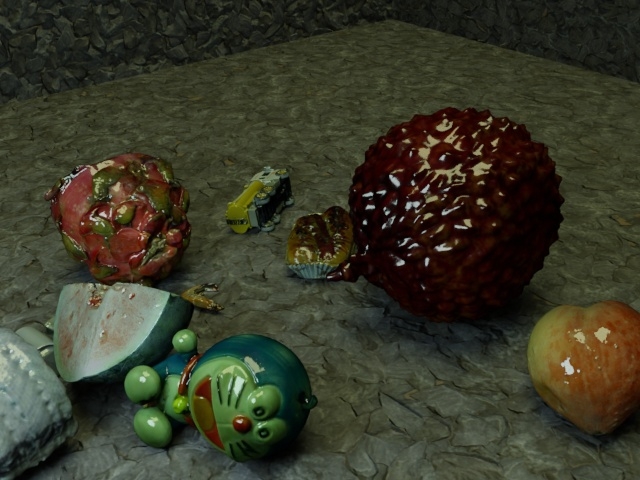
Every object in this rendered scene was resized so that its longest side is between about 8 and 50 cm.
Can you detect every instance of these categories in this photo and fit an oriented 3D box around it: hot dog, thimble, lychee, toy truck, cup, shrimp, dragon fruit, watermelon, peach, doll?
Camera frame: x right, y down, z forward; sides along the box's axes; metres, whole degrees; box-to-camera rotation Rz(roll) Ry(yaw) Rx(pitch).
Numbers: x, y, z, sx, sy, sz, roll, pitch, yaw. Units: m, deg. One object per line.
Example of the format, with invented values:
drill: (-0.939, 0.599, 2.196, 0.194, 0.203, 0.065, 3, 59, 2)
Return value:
hot dog: (0.000, 0.000, 1.801, 0.162, 0.082, 0.270, 0, 30, 6)
thimble: (-0.525, 0.264, 1.239, 0.245, 0.217, 0.157, 31, 45, 21)
lychee: (0.235, -0.037, 1.514, 0.500, 0.425, 0.424, -34, 35, -5)
toy truck: (-0.154, -0.105, 1.982, 0.114, 0.098, 0.227, 3, 30, 21)
cup: (-0.526, 0.213, 1.479, 0.104, 0.074, 0.116, 4, 13, -43)
shrimp: (-0.240, 0.122, 1.655, 0.127, 0.025, 0.091, 18, 34, 37)
dragon fruit: (-0.426, -0.009, 1.703, 0.314, 0.296, 0.263, -21, 68, -35)
watermelon: (-0.348, 0.178, 1.388, 0.175, 0.188, 0.322, 23, -14, -36)
peach: (0.455, 0.216, 1.293, 0.232, 0.232, 0.232, -2, 29, 1)
doll: (-0.149, 0.246, 1.254, 0.322, 0.199, 0.186, 5, 21, 27)

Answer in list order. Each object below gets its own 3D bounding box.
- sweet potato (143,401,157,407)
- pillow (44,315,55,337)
sweet potato: (-0.266, 0.264, 1.379, 0.117, 0.049, 0.049, -15, 31, -36)
pillow: (-0.414, 0.172, 1.547, 0.229, 0.050, 0.148, 14, 35, 16)
